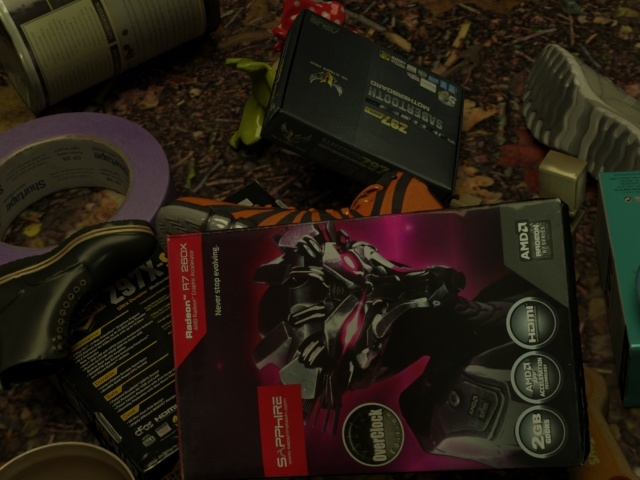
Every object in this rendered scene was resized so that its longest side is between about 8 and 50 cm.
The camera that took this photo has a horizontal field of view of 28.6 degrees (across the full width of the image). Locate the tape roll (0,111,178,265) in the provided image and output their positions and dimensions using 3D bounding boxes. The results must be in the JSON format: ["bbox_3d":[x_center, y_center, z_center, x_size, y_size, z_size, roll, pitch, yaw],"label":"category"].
[{"bbox_3d":[-0.306,-0.030,1.491,0.274,0.090,0.275,-5,46,5],"label":"tape roll"}]

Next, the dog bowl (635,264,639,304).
[{"bbox_3d":[0.427,0.105,1.175,0.166,0.074,0.297,-15,61,-40],"label":"dog bowl"}]

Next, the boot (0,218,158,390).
[{"bbox_3d":[-0.251,0.069,1.306,0.197,0.077,0.137,-25,51,5],"label":"boot"}]

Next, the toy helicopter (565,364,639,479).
[{"bbox_3d":[0.276,0.227,1.133,0.234,0.140,0.355,-16,34,3],"label":"toy helicopter"}]

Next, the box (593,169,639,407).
[{"bbox_3d":[0.331,0.045,1.307,0.060,0.101,0.244,-3,47,5],"label":"box"}]

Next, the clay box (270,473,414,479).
[{"bbox_3d":[0.049,0.184,1.257,0.222,0.053,0.127,-30,49,-19],"label":"clay box"}]

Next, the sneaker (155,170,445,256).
[{"bbox_3d":[0.000,0.000,1.303,0.321,0.125,0.180,21,49,13],"label":"sneaker"}]

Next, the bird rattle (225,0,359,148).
[{"bbox_3d":[-0.005,-0.198,1.609,0.207,0.143,0.253,29,44,17],"label":"bird rattle"}]

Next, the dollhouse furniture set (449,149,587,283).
[{"bbox_3d":[0.183,-0.010,1.327,0.160,0.182,0.101,20,54,25],"label":"dollhouse furniture set"}]

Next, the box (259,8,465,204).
[{"bbox_3d":[0.055,-0.153,1.487,0.232,0.059,0.183,24,49,-14],"label":"box"}]

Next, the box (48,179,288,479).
[{"bbox_3d":[-0.118,0.099,1.348,0.322,0.079,0.257,-34,49,-21],"label":"box"}]

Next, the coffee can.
[{"bbox_3d":[-0.301,-0.317,1.681,0.275,0.202,0.201,-28,49,-17],"label":"coffee can"}]

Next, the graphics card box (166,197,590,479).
[{"bbox_3d":[0.048,0.093,1.133,0.370,0.094,0.233,-4,86,15],"label":"graphics card box"}]

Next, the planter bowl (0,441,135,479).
[{"bbox_3d":[-0.237,0.285,1.170,0.162,0.109,0.162,-4,46,5],"label":"planter bowl"}]

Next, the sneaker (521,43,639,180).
[{"bbox_3d":[0.337,-0.136,1.502,0.115,0.105,0.281,9,33,-30],"label":"sneaker"}]
